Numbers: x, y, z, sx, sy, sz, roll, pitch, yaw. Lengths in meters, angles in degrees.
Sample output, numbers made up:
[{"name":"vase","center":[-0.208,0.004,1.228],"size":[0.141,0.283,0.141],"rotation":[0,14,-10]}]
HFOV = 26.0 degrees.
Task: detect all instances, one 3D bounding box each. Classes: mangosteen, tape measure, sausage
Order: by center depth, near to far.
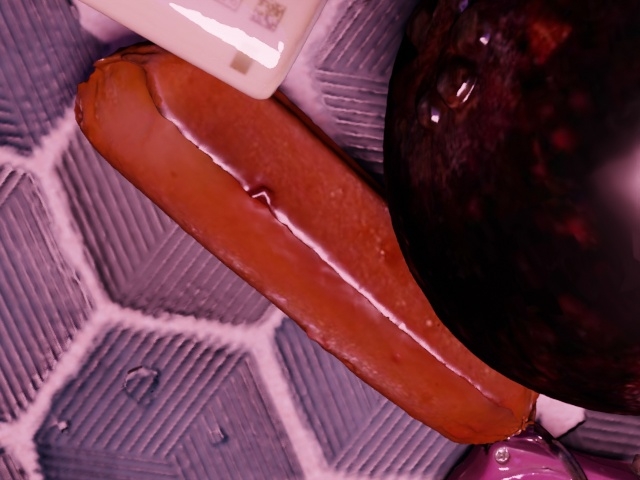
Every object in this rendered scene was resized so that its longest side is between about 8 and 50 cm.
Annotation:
[{"name":"mangosteen","center":[0.189,-0.060,0.709],"size":[0.313,0.297,0.297],"rotation":[-12,103,-16]},{"name":"sausage","center":[0.000,0.000,0.812],"size":[0.330,0.102,0.102],"rotation":[41,96,-12]},{"name":"tape measure","center":[0.134,0.177,0.871],"size":[0.118,0.074,0.125],"rotation":[17,98,-7]}]

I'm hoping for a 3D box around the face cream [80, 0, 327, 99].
[{"name":"face cream","center":[-0.144,-0.224,0.735],"size":[0.348,0.081,0.173],"rotation":[28,62,-10]}]
